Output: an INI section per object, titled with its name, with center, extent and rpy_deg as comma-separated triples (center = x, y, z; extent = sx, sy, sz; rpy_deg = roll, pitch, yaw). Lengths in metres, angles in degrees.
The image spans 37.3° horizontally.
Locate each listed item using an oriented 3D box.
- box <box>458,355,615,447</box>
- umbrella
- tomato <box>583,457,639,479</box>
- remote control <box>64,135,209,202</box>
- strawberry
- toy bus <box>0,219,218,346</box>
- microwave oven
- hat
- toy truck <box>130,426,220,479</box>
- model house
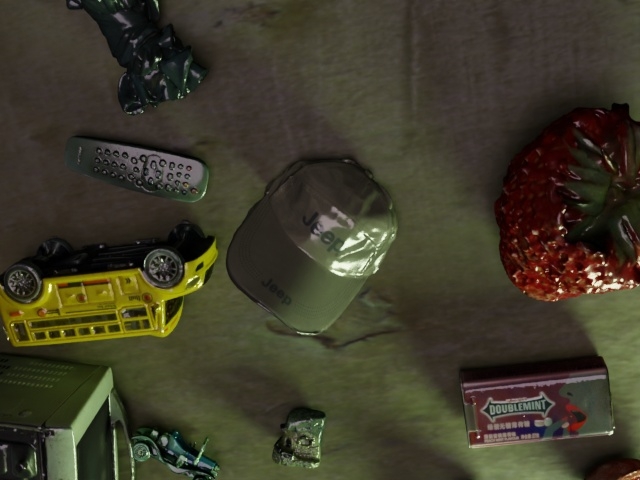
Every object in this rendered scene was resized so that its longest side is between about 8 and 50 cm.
[box]
center = 0.331, 0.249, 1.460
extent = 0.224, 0.069, 0.120
rpy_deg = -9, 105, 9
[umbrella]
center = -0.300, -0.345, 1.344
extent = 0.143, 0.094, 0.349
rpy_deg = -28, 100, 10
[tomato]
center = 0.460, 0.407, 1.484
extent = 0.159, 0.091, 0.139
rpy_deg = -30, 113, -13
[remote control]
center = -0.278, -0.112, 1.438
extent = 0.222, 0.042, 0.072
rpy_deg = 13, 108, 1
[strawberry]
center = 0.363, -0.042, 1.308
extent = 0.261, 0.257, 0.261
rpy_deg = 1, 86, -14
[toy bus]
center = -0.317, 0.073, 1.446
extent = 0.330, 0.144, 0.152
rpy_deg = -6, 106, 10
[microwave oven]
center = -0.491, 0.411, 1.506
extent = 0.333, 0.247, 0.394
rpy_deg = 5, 107, 9
[hat]
center = 0.000, 0.000, 1.362
extent = 0.214, 0.244, 0.149
rpy_deg = 35, 128, -6
[toy truck]
center = -0.233, 0.346, 1.557
extent = 0.154, 0.080, 0.078
rpy_deg = 31, 92, -3
[model house]
center = -0.034, 0.315, 1.525
extent = 0.079, 0.066, 0.083
rpy_deg = 8, 106, 3
